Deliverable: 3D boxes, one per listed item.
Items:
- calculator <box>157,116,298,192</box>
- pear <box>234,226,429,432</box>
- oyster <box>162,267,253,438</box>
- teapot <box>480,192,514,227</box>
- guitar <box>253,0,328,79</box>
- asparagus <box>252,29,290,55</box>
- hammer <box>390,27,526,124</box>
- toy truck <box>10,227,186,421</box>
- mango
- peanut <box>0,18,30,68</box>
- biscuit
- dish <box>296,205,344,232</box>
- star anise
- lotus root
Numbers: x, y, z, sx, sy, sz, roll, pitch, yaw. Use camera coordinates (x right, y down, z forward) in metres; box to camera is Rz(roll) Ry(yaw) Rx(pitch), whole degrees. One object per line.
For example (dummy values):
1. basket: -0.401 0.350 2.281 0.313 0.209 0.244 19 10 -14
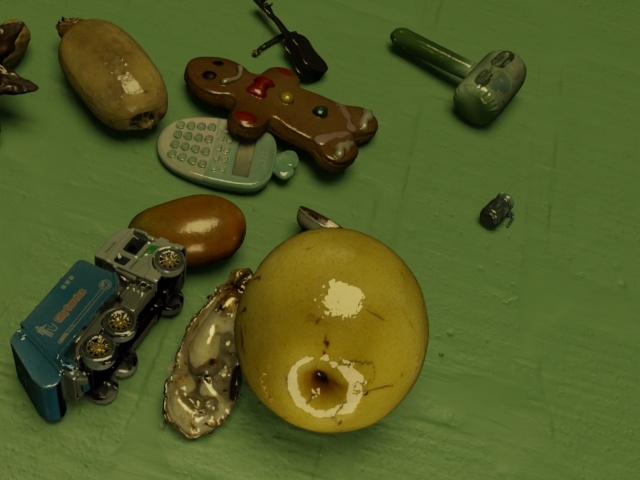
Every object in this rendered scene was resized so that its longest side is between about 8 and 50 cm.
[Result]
1. calculator: -0.193 -0.178 2.102 0.295 0.042 0.184 12 51 -3
2. pear: 0.019 0.153 1.714 0.348 0.348 0.349 8 51 -10
3. oyster: -0.185 0.195 1.794 0.128 0.079 0.345 19 57 -3
4. teapot: 0.386 -0.060 2.166 0.063 0.049 0.083 38 52 15
5. guitar: -0.075 -0.482 2.345 0.083 0.038 0.271 -3 54 -52
6. asparagus: -0.117 -0.462 2.358 0.018 0.015 0.127 40 53 15
7. hammer: 0.308 -0.413 2.390 0.335 0.119 0.206 30 51 17
8. toy truck: -0.376 0.138 1.738 0.175 0.146 0.367 27 51 11
9. mango: -0.249 -0.016 1.906 0.221 0.121 0.151 -9 35 -17
10. peanut: -0.680 -0.397 2.101 0.093 0.083 0.194 53 51 -24
11. biscuit: -0.094 -0.299 2.173 0.431 0.064 0.283 27 39 5
12. dish: 0.000 0.000 1.998 0.141 0.078 0.141 30 7 -4
13. star anise: -0.709 -0.337 1.977 0.315 0.108 0.316 0 89 1
14. lotus root: -0.446 -0.364 2.101 0.169 0.151 0.343 -26 67 -31
